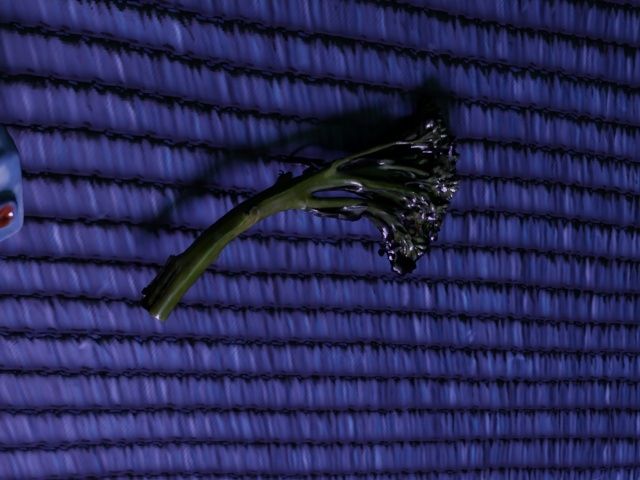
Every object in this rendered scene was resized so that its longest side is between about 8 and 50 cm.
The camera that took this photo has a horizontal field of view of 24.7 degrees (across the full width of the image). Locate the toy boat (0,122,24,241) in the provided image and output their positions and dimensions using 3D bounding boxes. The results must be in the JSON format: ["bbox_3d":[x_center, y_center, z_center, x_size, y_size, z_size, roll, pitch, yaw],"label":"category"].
[{"bbox_3d":[-0.246,-0.084,0.830,0.133,0.145,0.332,-32,135,-40],"label":"toy boat"}]

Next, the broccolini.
[{"bbox_3d":[-0.008,0.003,1.065,0.271,0.062,0.123,-28,114,-20],"label":"broccolini"}]
